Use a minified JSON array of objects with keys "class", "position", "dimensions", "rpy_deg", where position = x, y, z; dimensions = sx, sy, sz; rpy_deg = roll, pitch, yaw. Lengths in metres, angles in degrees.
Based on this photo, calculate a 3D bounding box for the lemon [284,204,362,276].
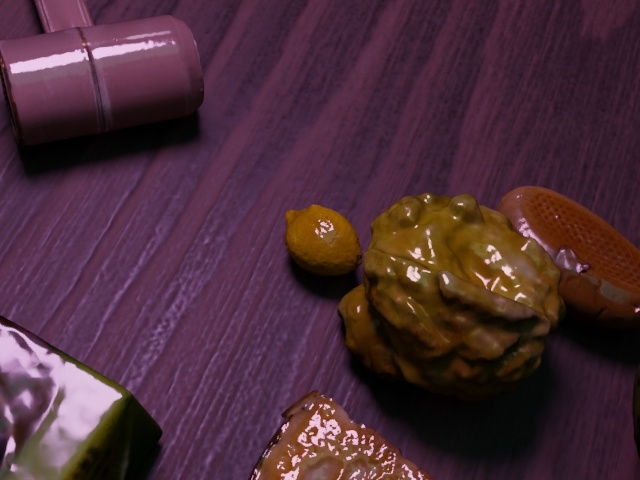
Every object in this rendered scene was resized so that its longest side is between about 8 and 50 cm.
[{"class":"lemon","position":[0.000,0.000,0.945],"dimensions":[0.092,0.065,0.065],"rpy_deg":[36,61,20]}]

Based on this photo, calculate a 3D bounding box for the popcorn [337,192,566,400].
[{"class":"popcorn","position":[0.116,0.055,0.885],"dimensions":[0.197,0.156,0.197],"rpy_deg":[7,43,-6]}]

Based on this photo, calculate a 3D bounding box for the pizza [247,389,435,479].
[{"class":"pizza","position":[0.027,0.281,0.774],"dimensions":[0.223,0.089,0.323],"rpy_deg":[10,61,4]}]

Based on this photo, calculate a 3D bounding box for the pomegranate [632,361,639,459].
[{"class":"pomegranate","position":[0.406,0.171,0.833],"dimensions":[0.290,0.323,0.291],"rpy_deg":[-6,74,20]}]

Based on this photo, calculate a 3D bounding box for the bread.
[{"class":"bread","position":[0.247,0.022,0.966],"dimensions":[0.189,0.077,0.114],"rpy_deg":[41,43,16]}]

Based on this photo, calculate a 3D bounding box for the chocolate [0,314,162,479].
[{"class":"chocolate","position":[-0.318,0.174,0.752],"dimensions":[0.301,0.137,0.289],"rpy_deg":[28,60,8]}]

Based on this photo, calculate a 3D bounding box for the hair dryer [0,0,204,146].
[{"class":"hair dryer","position":[-0.256,-0.253,1.040],"dimensions":[0.189,0.107,0.344],"rpy_deg":[-14,57,-17]}]
